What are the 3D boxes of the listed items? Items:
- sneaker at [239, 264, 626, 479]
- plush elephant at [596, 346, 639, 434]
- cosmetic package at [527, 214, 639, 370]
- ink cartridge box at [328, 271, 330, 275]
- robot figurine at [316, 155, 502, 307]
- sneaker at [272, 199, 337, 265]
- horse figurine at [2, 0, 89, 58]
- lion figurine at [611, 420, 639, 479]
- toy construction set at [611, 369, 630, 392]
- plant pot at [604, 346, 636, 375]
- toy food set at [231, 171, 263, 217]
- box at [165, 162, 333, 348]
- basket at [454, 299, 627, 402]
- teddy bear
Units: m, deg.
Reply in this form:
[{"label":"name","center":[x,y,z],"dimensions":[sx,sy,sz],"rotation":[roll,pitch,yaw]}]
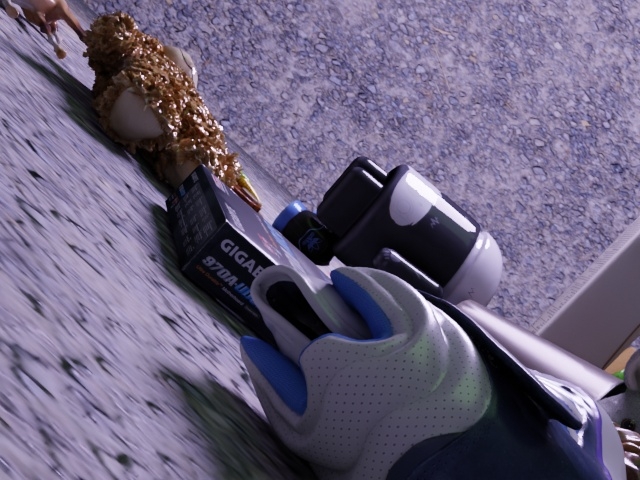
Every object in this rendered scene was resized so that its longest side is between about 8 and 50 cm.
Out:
[{"label":"sneaker","center":[0.061,0.084,0.627],"dimensions":[0.236,0.130,0.323],"rotation":[46,8,-7]},{"label":"plush elephant","center":[0.370,0.256,1.116],"dimensions":[0.255,0.272,0.330],"rotation":[33,5,-1]},{"label":"cosmetic package","center":[0.457,0.083,1.640],"dimensions":[0.113,0.309,0.160],"rotation":[43,5,5]},{"label":"ink cartridge box","center":[0.096,0.109,1.630],"dimensions":[0.145,0.045,0.179],"rotation":[42,5,-26]},{"label":"robot figurine","center":[0.128,0.007,1.528],"dimensions":[0.278,0.209,0.173],"rotation":[39,-30,-6]},{"label":"sneaker","center":[0.000,0.000,1.649],"dimensions":[0.090,0.081,0.232],"rotation":[46,11,15]},{"label":"horse figurine","center":[-0.360,-0.300,1.269],"dimensions":[0.174,0.066,0.263],"rotation":[52,5,35]},{"label":"lion figurine","center":[0.219,0.215,0.624],"dimensions":[0.240,0.142,0.392],"rotation":[57,-3,8]},{"label":"toy construction set","center":[0.441,0.340,1.549],"dimensions":[0.309,0.257,0.237],"rotation":[51,-33,-2]},{"label":"plant pot","center":[0.480,0.309,1.795],"dimensions":[0.237,0.254,0.237],"rotation":[41,3,-3]},{"label":"toy food set","center":[-0.123,-0.080,1.477],"dimensions":[0.132,0.038,0.192],"rotation":[43,3,7]},{"label":"box","center":[-0.039,0.031,0.856],"dimensions":[0.175,0.051,0.220],"rotation":[42,3,-18]},{"label":"basket","center":[0.252,0.190,1.398],"dimensions":[0.227,0.204,0.154],"rotation":[37,-42,27]},{"label":"teddy bear","center":[-0.168,-0.147,1.157],"dimensions":[0.245,0.113,0.338],"rotation":[44,3,-9]}]
